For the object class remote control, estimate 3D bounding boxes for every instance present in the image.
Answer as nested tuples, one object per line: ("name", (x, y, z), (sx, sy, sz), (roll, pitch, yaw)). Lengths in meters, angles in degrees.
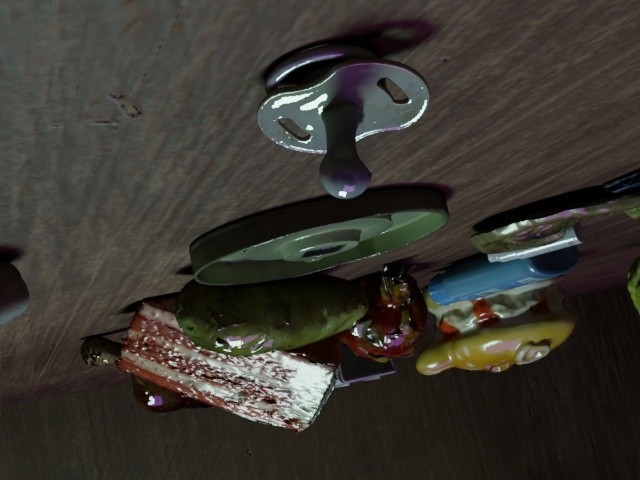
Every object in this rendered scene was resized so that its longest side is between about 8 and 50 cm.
("remote control", (0.325, -0.064, 0.914), (0.039, 0.014, 0.096), (-7, 171, -29))

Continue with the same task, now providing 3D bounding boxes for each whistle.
("whistle", (-0.286, 0.053, 0.714), (0.107, 0.057, 0.220), (-23, -179, -24))

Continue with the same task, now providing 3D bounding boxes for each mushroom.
("mushroom", (-0.244, 0.167, 1.338), (0.217, 0.148, 0.227), (4, 171, 32))

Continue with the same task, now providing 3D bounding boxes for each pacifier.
("pacifier", (0.008, -0.051, 0.417), (0.083, 0.064, 0.068), (-17, 152, 28))

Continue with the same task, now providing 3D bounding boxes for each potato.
("potato", (-0.048, 0.071, 0.974), (0.225, 0.090, 0.117), (0, -156, -33))

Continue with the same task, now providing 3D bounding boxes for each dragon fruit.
("dragon fruit", (0.097, 0.095, 1.316), (0.125, 0.125, 0.246), (-39, 160, -22))

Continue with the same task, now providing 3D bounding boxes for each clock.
("clock", (0.000, 0.000, 0.827), (0.235, 0.029, 0.235), (-12, 171, -2))
("clock", (0.058, 0.202, 1.775), (0.063, 0.150, 0.197), (-21, 167, 37))

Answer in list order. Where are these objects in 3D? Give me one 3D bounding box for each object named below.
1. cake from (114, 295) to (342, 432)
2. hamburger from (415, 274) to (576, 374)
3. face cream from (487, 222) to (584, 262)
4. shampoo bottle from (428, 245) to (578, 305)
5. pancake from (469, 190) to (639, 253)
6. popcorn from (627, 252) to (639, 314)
("cake", (-0.106, 0.110, 1.173), (0.262, 0.159, 0.158), (21, 133, -8))
("hamburger", (0.315, 0.152, 1.703), (0.303, 0.186, 0.261), (-9, 170, -4))
("face cream", (0.278, 0.004, 1.204), (0.130, 0.034, 0.034), (-19, 168, 35))
("shampoo bottle", (0.256, 0.050, 1.372), (0.104, 0.061, 0.258), (-7, 169, -34))
("pancake", (0.281, -0.023, 1.053), (0.235, 0.029, 0.212), (-21, 168, 42))
("popcorn", (0.692, 0.068, 1.704), (0.256, 0.195, 0.255), (-19, 178, 42))
